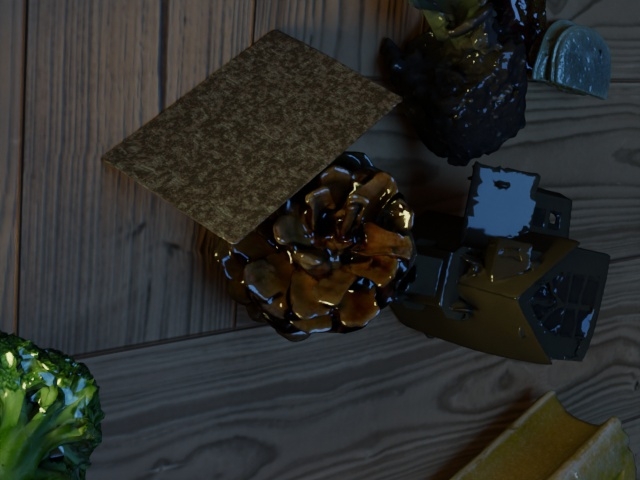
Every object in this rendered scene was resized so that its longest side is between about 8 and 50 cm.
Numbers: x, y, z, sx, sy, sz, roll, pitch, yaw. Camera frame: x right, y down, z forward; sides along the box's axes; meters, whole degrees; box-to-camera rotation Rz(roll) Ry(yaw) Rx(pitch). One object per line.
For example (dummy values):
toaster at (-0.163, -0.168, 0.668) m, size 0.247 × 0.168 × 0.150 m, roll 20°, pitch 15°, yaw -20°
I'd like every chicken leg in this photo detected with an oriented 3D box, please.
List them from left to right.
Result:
chicken leg at (0.211, -0.299, 1.425) m, size 0.105 × 0.063 × 0.234 m, roll -21°, pitch 114°, yaw -46°

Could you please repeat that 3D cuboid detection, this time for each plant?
plant at (0.145, -0.185, 1.329) m, size 0.131 × 0.142 × 0.203 m, roll -30°, pitch 127°, yaw -19°

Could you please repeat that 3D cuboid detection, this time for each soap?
soap at (0.256, 0.397, 1.597) m, size 0.335 × 0.156 × 0.293 m, roll -32°, pitch 126°, yaw -35°

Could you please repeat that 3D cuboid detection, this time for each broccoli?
broccoli at (-0.296, 0.196, 0.896) m, size 0.308 × 0.275 × 0.308 m, roll -11°, pitch 123°, yaw -18°

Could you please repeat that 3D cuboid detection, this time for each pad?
pad at (-0.058, -0.101, 1.139) m, size 0.235 × 0.158 × 0.003 m, roll -43°, pitch 152°, yaw -31°

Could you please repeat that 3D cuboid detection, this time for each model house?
model house at (0.159, 0.019, 1.348) m, size 0.243 × 0.211 × 0.204 m, roll 9°, pitch 93°, yaw -47°

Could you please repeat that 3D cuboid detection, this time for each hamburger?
hamburger at (0.309, -0.225, 1.554) m, size 0.121 × 0.054 × 0.084 m, roll 8°, pitch 97°, yaw -39°

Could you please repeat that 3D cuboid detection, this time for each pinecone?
pinecone at (0.002, 0.003, 1.185) m, size 0.179 × 0.204 × 0.184 m, roll -49°, pitch 118°, yaw -17°
